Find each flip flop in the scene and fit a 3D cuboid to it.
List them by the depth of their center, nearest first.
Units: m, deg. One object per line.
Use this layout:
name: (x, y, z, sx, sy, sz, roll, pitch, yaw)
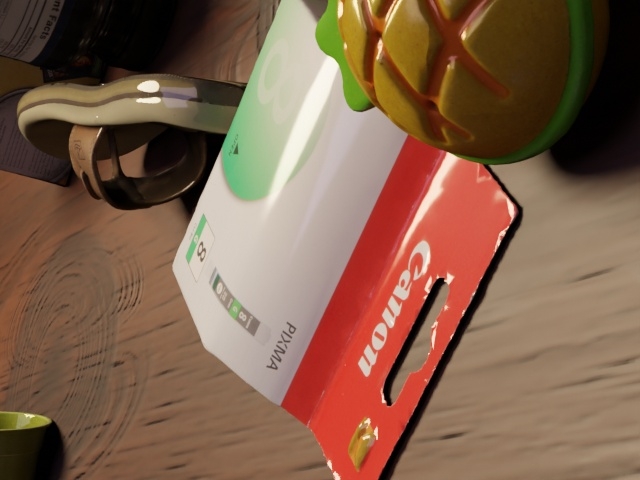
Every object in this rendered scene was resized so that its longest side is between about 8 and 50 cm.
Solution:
flip flop: (-0.108, -0.058, 1.081, 0.277, 0.112, 0.080, 3, 95, 59)

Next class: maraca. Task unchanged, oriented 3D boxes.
maraca: (0.051, -0.098, 0.747, 0.186, 0.099, 0.127, 20, 116, 53)

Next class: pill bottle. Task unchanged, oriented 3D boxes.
pill bottle: (-0.217, -0.189, 1.212, 0.123, 0.219, 0.123, -37, 46, 52)

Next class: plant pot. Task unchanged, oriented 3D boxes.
plant pot: (-0.235, 0.167, 1.247, 0.083, 0.083, 0.079, -170, 82, -64)

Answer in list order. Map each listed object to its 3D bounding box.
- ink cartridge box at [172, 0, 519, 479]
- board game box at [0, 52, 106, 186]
ink cartridge box: (0.000, 0.000, 0.873, 0.181, 0.056, 0.224, -65, 26, 22)
board game box: (-0.233, -0.176, 1.305, 0.042, 0.165, 0.243, 44, 116, 61)
